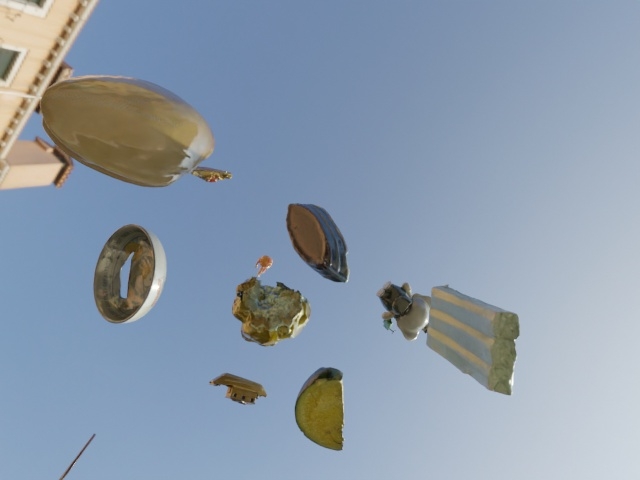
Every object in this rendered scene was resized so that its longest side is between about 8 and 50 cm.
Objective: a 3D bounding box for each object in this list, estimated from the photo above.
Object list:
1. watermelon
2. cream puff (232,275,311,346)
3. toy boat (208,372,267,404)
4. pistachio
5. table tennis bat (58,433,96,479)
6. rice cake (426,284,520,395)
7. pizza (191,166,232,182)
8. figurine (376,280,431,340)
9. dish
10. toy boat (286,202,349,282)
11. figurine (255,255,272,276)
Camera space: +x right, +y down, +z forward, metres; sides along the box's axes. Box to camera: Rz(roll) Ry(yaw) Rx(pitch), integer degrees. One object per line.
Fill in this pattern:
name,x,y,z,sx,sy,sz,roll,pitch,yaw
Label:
watermelon,0.003,0.297,0.873,0.091,0.075,0.182,1,-63,10
cream puff,-0.094,0.142,0.899,0.156,0.156,0.121,8,-109,18
toy boat,-0.273,0.496,1.563,0.200,0.077,0.057,28,-32,-26
pistachio,-0.249,-0.148,0.630,0.215,0.144,0.144,15,-69,-27
table tennis bat,-0.703,0.646,1.286,0.021,0.274,0.154,37,-65,-9
rice cake,0.228,0.147,0.738,0.043,0.237,0.127,3,-85,-9
pizza,-0.203,-0.116,0.834,0.083,0.078,0.025,20,-73,45
figurine,0.245,0.197,1.338,0.192,0.126,0.147,41,-101,-7
dish,-0.504,0.101,1.331,0.273,0.133,0.274,-9,-107,32
toy boat,0.000,0.000,1.263,0.129,0.142,0.309,-46,-134,16
figurine,-0.193,0.087,1.560,0.047,0.064,0.109,26,-37,-8
